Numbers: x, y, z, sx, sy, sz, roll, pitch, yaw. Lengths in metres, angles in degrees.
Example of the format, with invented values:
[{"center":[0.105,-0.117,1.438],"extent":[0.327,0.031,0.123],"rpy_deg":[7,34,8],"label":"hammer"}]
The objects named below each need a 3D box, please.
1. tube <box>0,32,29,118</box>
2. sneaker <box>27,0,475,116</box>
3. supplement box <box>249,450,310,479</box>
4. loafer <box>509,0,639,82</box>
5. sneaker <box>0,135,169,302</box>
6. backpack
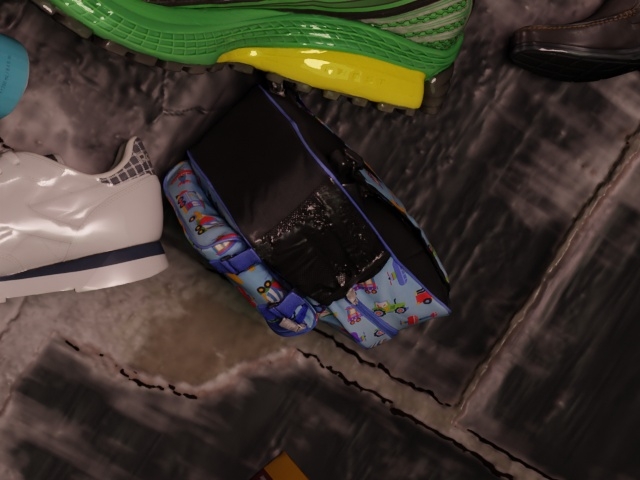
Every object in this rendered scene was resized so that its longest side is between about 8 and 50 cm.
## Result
[{"center":[-0.266,-0.120,0.967],"extent":[0.207,0.052,0.080],"rpy_deg":[15,78,-46],"label":"tube"},{"center":[-0.058,-0.183,1.019],"extent":[0.343,0.134,0.146],"rpy_deg":[7,113,-29],"label":"sneaker"},{"center":[-0.029,0.293,1.157],"extent":[0.194,0.129,0.191],"rpy_deg":[-39,113,-6],"label":"supplement box"},{"center":[0.209,-0.146,1.171],"extent":[0.170,0.062,0.061],"rpy_deg":[-2,82,-22],"label":"loafer"},{"center":[-0.214,-0.006,1.050],"extent":[0.235,0.090,0.095],"rpy_deg":[-9,94,-21],"label":"sneaker"},{"center":[0.000,0.000,1.084],"extent":[0.117,0.158,0.173],"rpy_deg":[-41,125,4],"label":"backpack"}]
